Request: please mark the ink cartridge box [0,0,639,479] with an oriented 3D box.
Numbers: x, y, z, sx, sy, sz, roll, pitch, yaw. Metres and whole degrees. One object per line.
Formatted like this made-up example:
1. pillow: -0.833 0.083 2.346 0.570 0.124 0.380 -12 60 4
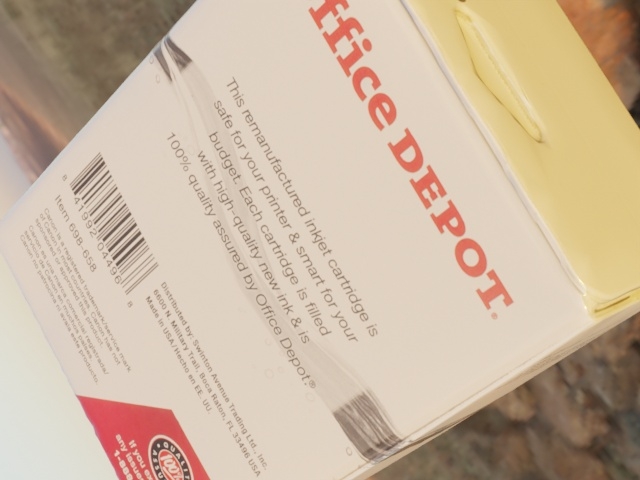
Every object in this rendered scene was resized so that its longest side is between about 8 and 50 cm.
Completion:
1. ink cartridge box: 0.000 0.000 0.584 0.273 0.114 0.197 -39 75 40
